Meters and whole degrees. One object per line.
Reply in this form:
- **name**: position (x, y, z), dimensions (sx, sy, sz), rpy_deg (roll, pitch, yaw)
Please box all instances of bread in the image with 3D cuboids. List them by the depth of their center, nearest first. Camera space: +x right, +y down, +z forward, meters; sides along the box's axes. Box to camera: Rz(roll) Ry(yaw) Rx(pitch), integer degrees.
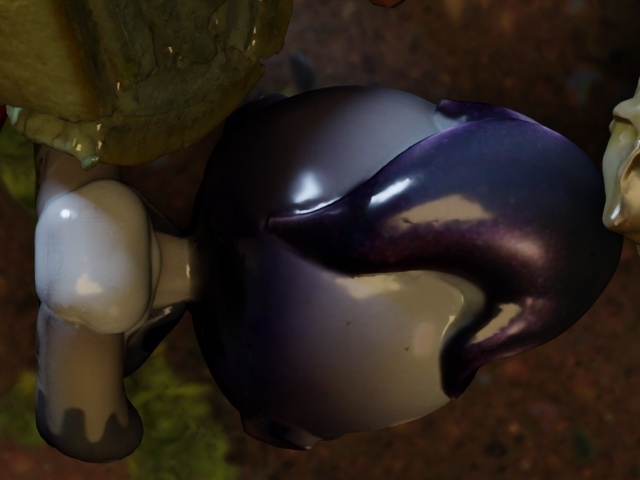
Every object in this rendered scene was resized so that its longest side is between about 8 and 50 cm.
- **bread**: position (-0.071, -0.102, 0.643), dimensions (0.117, 0.064, 0.156), rpy_deg (-47, 135, -28)

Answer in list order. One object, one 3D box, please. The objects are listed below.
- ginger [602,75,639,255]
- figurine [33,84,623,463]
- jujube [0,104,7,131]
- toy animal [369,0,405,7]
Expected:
- **ginger**: position (0.211, -0.053, 0.695), dimensions (0.267, 0.152, 0.138), rpy_deg (-33, 122, -39)
- **figurine**: position (0.000, 0.000, 0.707), dimensions (0.222, 0.145, 0.145), rpy_deg (-4, 100, -5)
- **jujube**: position (-0.152, -0.096, 0.689), dimensions (0.112, 0.109, 0.176), rpy_deg (28, 87, -46)
- **toy animal**: position (0.099, -0.252, 0.644), dimensions (0.338, 0.191, 0.216), rpy_deg (-39, 101, 1)
